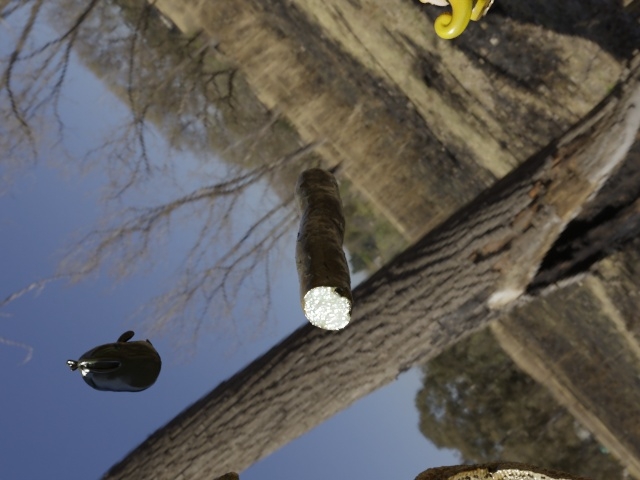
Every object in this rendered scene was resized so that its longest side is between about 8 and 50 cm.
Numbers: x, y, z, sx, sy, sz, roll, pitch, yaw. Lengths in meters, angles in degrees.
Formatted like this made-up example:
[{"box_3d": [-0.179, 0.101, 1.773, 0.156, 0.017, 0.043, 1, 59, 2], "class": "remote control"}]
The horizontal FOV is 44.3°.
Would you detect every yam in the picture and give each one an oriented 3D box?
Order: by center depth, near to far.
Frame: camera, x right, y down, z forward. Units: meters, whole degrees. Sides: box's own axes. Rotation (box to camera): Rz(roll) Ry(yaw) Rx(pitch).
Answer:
[{"box_3d": [0.000, 0.000, 0.850, 0.061, 0.061, 0.253, 47, -160, -26], "class": "yam"}]

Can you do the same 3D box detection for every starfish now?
[{"box_3d": [0.265, 0.386, 1.194, 0.327, 0.375, 0.094, 17, -122, -22], "class": "starfish"}]

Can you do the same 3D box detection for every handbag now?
[{"box_3d": [-0.235, 0.142, 0.907, 0.111, 0.072, 0.047, 7, -167, -46], "class": "handbag"}]

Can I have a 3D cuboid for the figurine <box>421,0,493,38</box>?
[{"box_3d": [0.051, -0.285, 0.716, 0.246, 0.131, 0.156, 32, 135, 12], "class": "figurine"}]

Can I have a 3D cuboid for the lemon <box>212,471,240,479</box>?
[{"box_3d": [-0.160, 0.440, 1.085, 0.188, 0.257, 0.188, 24, -177, -1], "class": "lemon"}]
